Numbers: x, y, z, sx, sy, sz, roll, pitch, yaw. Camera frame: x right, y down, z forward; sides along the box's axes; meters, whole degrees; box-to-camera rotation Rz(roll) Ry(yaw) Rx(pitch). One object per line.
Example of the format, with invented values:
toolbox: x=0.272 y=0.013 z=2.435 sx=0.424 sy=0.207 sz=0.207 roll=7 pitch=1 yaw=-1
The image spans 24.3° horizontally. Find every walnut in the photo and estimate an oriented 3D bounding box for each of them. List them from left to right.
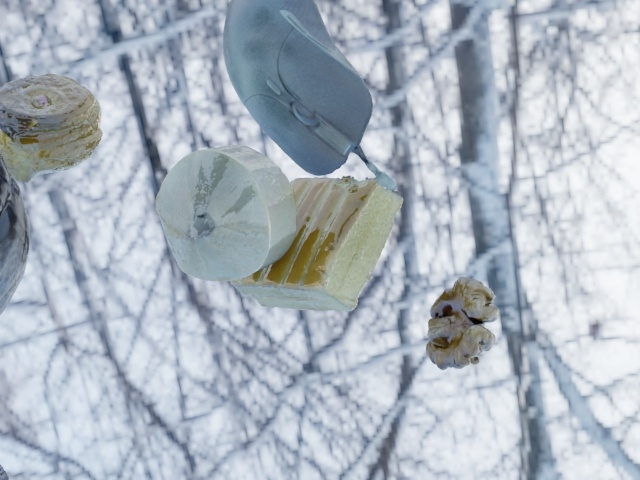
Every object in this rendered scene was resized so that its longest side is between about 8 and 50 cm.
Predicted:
walnut: x=0.222 y=0.130 z=2.285 sx=0.069 sy=0.143 sz=0.170 roll=14 pitch=168 yaw=-21

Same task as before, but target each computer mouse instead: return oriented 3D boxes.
computer mouse: x=-0.026 y=-0.192 z=1.905 sx=0.090 sy=0.167 sz=0.379 roll=-6 pitch=-133 yaw=-45

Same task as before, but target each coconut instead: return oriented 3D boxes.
coconut: x=-0.158 y=-0.045 z=2.435 sx=0.241 sy=0.241 sz=0.241 roll=-8 pitch=-152 yaw=4

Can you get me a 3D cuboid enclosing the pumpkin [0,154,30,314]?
pumpkin: x=-0.529 y=-0.020 z=1.818 sx=0.363 sy=0.363 sz=0.266 roll=5 pitch=-134 yaw=27

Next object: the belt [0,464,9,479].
belt: x=-0.452 y=0.213 z=1.386 sx=0.324 sy=0.122 sz=0.260 roll=20 pitch=-169 yaw=-2

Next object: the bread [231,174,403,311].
bread: x=0.000 y=0.000 z=2.558 sx=0.239 sy=0.111 sz=0.246 roll=1 pitch=-123 yaw=46

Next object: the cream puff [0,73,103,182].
cream puff: x=-0.418 y=-0.161 z=2.221 sx=0.189 sy=0.129 sz=0.189 roll=0 pitch=-145 yaw=0
